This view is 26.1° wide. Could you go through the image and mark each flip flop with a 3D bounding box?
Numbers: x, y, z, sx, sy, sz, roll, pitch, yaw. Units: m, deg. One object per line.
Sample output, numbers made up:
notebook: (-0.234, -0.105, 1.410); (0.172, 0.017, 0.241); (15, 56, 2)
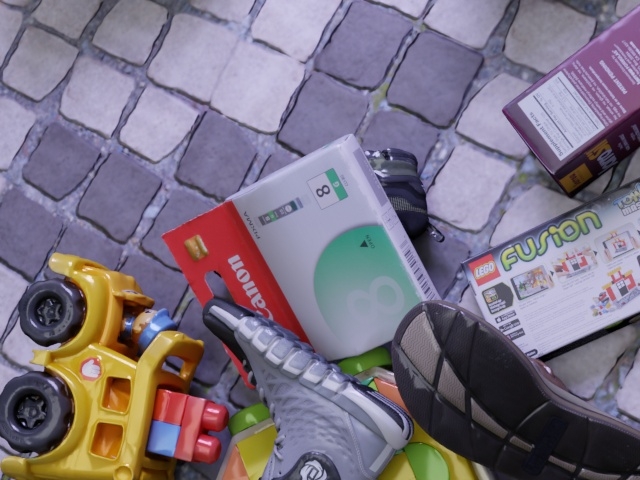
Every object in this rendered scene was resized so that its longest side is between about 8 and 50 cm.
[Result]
flip flop: (0.182, 0.149, 1.204); (0.277, 0.080, 0.112); (30, 105, -4)

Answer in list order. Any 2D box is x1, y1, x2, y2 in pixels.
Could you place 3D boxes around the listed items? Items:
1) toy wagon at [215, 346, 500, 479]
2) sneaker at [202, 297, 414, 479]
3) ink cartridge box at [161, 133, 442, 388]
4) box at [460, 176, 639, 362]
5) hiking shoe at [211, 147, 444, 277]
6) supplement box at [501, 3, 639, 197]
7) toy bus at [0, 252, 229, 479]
toy wagon: (-0.002, 0.269, 1.269); (0.344, 0.068, 0.267); (-27, 71, 12)
sneaker: (-0.040, 0.154, 1.226); (0.228, 0.086, 0.132); (33, 93, 24)
ink cartridge box: (-0.025, 0.031, 1.269); (0.224, 0.056, 0.181); (-26, 97, 21)
box: (0.243, 0.028, 1.248); (0.207, 0.036, 0.114); (-26, 72, 13)
hiking shoe: (0.000, 0.000, 1.313); (0.226, 0.086, 0.114); (-25, 69, 12)
supplement box: (0.268, -0.133, 1.235); (0.188, 0.104, 0.081); (-38, 70, 9)
toy bus: (-0.180, 0.135, 1.318); (0.211, 0.149, 0.220); (6, 80, 18)
